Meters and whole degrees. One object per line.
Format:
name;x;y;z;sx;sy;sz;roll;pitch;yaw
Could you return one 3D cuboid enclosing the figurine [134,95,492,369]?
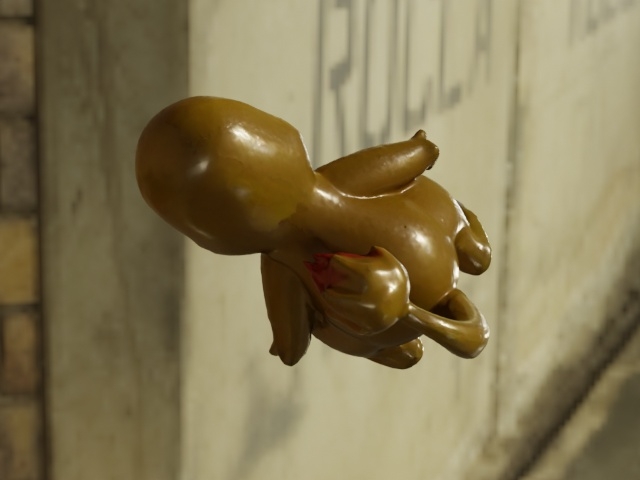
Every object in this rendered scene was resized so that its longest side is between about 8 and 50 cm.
figurine;0.000;0.001;0.795;0.176;0.121;0.122;30;9;-26
